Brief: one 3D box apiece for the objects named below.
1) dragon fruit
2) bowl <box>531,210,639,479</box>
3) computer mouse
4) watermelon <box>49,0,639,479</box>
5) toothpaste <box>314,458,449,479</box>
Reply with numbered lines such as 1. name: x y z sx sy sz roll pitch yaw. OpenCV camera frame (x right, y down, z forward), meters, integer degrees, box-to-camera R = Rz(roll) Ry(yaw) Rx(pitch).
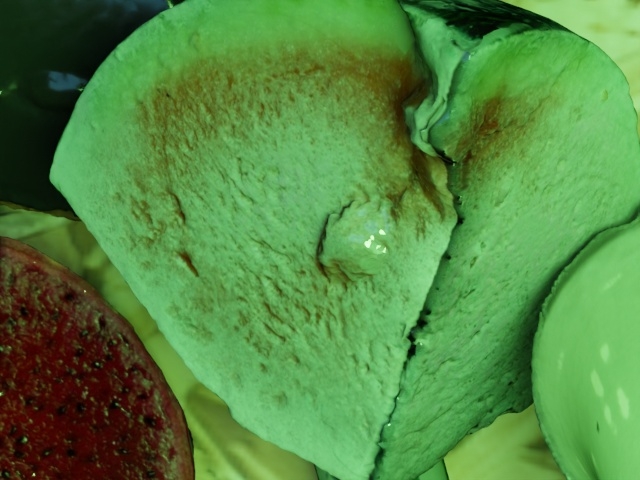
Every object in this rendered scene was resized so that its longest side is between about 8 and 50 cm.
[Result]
1. dragon fruit: -0.163 0.149 1.044 0.189 0.163 0.261 6 60 -1
2. bowl: 0.243 0.115 0.824 0.313 0.313 0.146 22 133 28
3. computer mouse: -0.178 -0.104 1.078 0.323 0.116 0.183 15 122 37
4. watermelon: 0.000 0.000 0.876 0.289 0.320 0.213 8 72 13
5. toothpaste: 0.015 0.068 1.021 0.099 0.061 0.392 -26 67 25
